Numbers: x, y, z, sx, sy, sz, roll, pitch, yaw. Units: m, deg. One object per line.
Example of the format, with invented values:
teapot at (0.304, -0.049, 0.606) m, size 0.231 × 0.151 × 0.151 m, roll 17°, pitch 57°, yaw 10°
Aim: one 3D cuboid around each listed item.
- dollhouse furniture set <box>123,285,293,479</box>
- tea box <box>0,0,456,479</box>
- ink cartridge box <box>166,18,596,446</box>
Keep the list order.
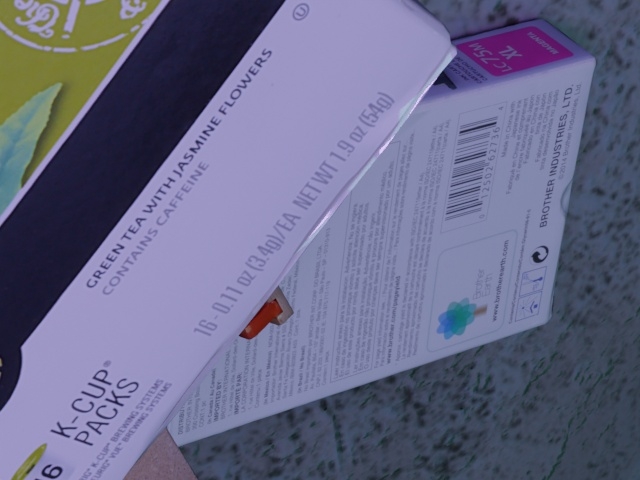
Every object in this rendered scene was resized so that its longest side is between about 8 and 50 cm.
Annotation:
dollhouse furniture set at (-0.139, 0.060, 0.841) m, size 0.259 × 0.262 × 0.135 m, roll -45°, pitch 128°, yaw -25°
tea box at (-0.195, -0.119, 0.624) m, size 0.323 × 0.329 × 0.220 m, roll 27°, pitch 105°, yaw -47°
ink cartridge box at (0.000, 0.000, 1.073) m, size 0.311 × 0.065 × 0.185 m, roll -18°, pitch 132°, yaw -30°
